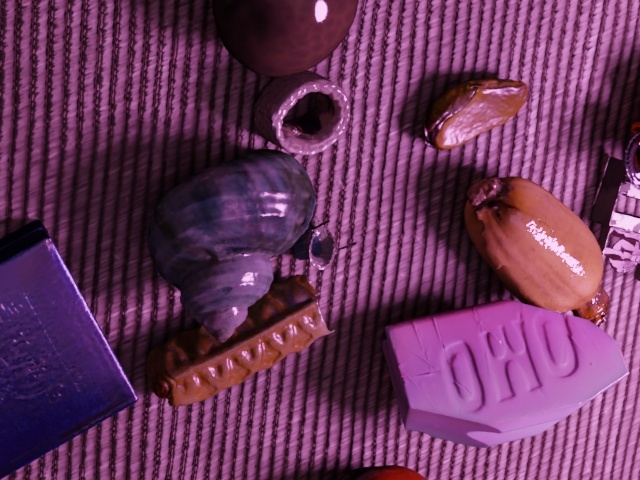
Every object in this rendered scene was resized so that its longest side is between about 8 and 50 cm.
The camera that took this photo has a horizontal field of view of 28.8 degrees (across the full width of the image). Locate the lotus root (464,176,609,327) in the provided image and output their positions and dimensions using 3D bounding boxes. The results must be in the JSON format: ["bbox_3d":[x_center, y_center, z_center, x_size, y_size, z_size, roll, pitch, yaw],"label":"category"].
[{"bbox_3d":[0.317,0.010,1.832,0.146,0.131,0.303,-34,116,27],"label":"lotus root"}]

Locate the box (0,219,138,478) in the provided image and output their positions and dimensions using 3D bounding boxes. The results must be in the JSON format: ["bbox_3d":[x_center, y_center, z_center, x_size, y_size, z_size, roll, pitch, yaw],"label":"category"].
[{"bbox_3d":[-0.421,0.158,1.615,0.279,0.116,0.261,-30,113,-12],"label":"box"}]

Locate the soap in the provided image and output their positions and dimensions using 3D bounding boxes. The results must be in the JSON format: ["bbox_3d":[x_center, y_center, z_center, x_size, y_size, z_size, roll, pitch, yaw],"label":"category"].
[{"bbox_3d":[0.267,0.189,1.806,0.324,0.109,0.193,-11,69,-8],"label":"soap"}]

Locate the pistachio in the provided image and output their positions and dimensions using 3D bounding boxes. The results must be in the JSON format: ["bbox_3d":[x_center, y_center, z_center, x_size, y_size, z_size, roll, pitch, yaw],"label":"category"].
[{"bbox_3d":[0.213,-0.193,1.781,0.173,0.049,0.089,-27,135,-13],"label":"pistachio"}]

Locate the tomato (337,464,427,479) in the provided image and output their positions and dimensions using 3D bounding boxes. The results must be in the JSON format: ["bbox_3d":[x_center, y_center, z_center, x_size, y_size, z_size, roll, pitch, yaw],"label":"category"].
[{"bbox_3d":[0.084,0.424,1.827,0.208,0.208,0.184,-39,91,-6],"label":"tomato"}]

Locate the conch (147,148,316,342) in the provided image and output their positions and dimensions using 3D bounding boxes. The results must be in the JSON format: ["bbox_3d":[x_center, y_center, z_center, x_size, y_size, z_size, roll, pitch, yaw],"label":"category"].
[{"bbox_3d":[-0.121,-0.001,1.655,0.220,0.195,0.277,22,65,-33],"label":"conch"}]

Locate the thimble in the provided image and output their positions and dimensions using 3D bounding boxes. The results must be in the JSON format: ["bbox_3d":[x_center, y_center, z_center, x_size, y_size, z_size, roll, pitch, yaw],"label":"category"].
[{"bbox_3d":[-0.026,-0.174,1.677,0.115,0.090,0.102,-15,113,-18],"label":"thimble"}]

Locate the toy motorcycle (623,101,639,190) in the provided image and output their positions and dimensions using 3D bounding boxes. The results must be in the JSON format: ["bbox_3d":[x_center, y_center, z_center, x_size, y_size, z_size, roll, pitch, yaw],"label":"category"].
[{"bbox_3d":[0.595,-0.154,1.872,0.326,0.148,0.221,13,86,-25],"label":"toy motorcycle"}]

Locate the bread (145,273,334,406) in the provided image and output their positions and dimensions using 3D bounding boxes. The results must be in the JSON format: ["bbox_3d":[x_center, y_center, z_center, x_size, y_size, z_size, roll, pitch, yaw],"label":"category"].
[{"bbox_3d":[-0.118,0.143,1.734,0.269,0.087,0.098,-26,116,-11],"label":"bread"}]

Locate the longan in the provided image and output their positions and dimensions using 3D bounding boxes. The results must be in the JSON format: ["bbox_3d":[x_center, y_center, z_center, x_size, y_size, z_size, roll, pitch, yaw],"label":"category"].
[{"bbox_3d":[-0.046,-0.316,1.577,0.198,0.198,0.212,-22,122,-13],"label":"longan"}]

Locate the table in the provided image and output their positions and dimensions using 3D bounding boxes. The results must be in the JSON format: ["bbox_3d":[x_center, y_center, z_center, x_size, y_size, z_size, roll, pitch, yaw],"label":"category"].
[{"bbox_3d":[0.494,-0.026,1.925,0.146,0.062,0.175,12,99,-23],"label":"table"}]

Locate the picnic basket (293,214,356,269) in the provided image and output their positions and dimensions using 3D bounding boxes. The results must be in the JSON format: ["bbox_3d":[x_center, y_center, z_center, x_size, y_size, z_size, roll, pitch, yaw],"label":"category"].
[{"bbox_3d":[0.000,0.000,1.741,0.083,0.083,0.065,-17,136,30],"label":"picnic basket"}]
